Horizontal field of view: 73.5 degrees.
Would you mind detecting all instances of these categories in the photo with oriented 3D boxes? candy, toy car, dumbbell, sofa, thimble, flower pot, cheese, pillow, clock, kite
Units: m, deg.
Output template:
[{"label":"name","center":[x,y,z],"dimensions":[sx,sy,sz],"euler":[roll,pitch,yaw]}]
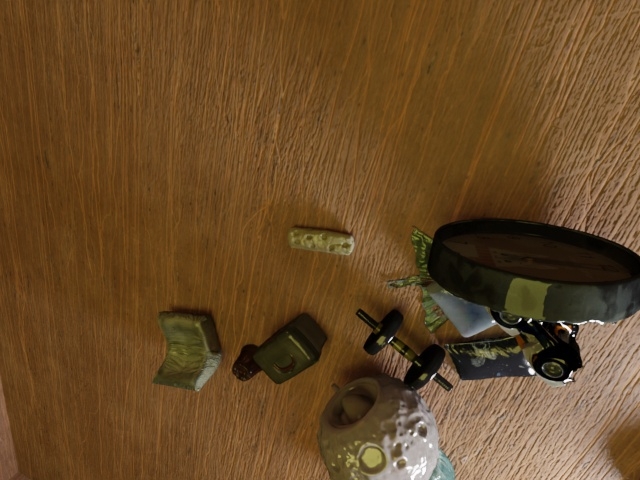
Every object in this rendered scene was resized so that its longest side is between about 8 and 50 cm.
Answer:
[{"label":"candy","center":[0.367,0.149,1.067],"dimensions":[0.138,0.071,0.174],"euler":[-35,98,24]},{"label":"toy car","center":[0.478,0.171,0.979],"dimensions":[0.301,0.193,0.118],"euler":[48,136,-2]},{"label":"dumbbell","center":[0.226,0.296,1.161],"dimensions":[0.325,0.143,0.143],"euler":[40,121,3]},{"label":"sofa","center":[-0.477,0.372,1.480],"dimensions":[0.210,0.176,0.226],"euler":[2,113,23]},{"label":"thimble","center":[0.314,0.734,1.304],"dimensions":[0.198,0.143,0.235],"euler":[12,119,9]},{"label":"flower pot","center":[-0.246,0.423,1.452],"dimensions":[0.111,0.089,0.111],"euler":[9,115,20]},{"label":"cheese","center":[0.000,0.000,1.190],"dimensions":[0.193,0.043,0.065],"euler":[9,116,20]},{"label":"pillow","center":[0.448,0.311,1.126],"dimensions":[0.208,0.055,0.141],"euler":[-16,113,29]},{"label":"clock","center":[0.406,0.040,0.837],"dimensions":[0.386,0.386,0.077],"euler":[8,110,20]},{"label":"kite","center":[0.305,0.111,1.123],"dimensions":[0.267,0.013,0.323],"euler":[-3,110,24]}]

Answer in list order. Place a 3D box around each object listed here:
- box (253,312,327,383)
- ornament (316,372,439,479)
[{"label":"box","center":[-0.091,0.334,1.323],"dimensions":[0.210,0.129,0.148],"euler":[-40,92,31]},{"label":"ornament","center":[0.165,0.551,1.191],"dimensions":[0.337,0.337,0.337],"euler":[9,115,20]}]
